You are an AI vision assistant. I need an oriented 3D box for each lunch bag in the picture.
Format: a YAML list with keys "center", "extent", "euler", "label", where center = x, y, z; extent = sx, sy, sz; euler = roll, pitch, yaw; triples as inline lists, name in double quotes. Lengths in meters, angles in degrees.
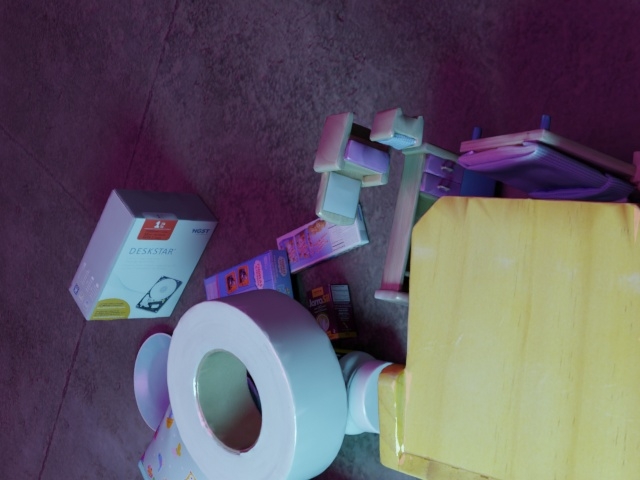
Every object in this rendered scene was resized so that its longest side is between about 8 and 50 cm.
- center: [-0.161, 0.379, 1.472]
  extent: [0.262, 0.160, 0.223]
  euler: [52, 125, 41]
  label: "lunch bag"

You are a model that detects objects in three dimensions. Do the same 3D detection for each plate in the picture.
- center: [-0.289, 0.267, 1.704]
  extent: [0.188, 0.024, 0.188]
  euler: [-3, 86, 45]
  label: "plate"

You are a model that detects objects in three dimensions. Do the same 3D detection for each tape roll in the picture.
- center: [-0.095, 0.215, 1.280]
  extent: [0.286, 0.100, 0.286]
  euler: [11, 106, 44]
  label: "tape roll"

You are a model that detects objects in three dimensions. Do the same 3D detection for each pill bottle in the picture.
- center: [0.020, 0.216, 1.321]
  extent: [0.208, 0.119, 0.119]
  euler: [-1, 88, 45]
  label: "pill bottle"

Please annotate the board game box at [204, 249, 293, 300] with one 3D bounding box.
- center: [-0.117, 0.117, 1.506]
  extent: [0.211, 0.039, 0.160]
  euler: [-23, 72, 51]
  label: "board game box"

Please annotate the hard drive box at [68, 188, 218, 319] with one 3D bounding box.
- center: [-0.318, 0.027, 1.629]
  extent: [0.089, 0.181, 0.232]
  euler: [49, 123, 34]
  label: "hard drive box"

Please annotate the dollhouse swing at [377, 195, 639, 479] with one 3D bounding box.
- center: [0.275, 0.138, 0.964]
  extent: [0.347, 0.315, 0.305]
  euler: [5, 80, 45]
  label: "dollhouse swing"

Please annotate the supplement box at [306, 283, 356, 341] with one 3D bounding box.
- center: [0.017, 0.111, 1.380]
  extent: [0.055, 0.043, 0.083]
  euler: [-22, 73, 44]
  label: "supplement box"

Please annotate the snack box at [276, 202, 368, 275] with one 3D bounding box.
- center: [0.000, 0.000, 1.416]
  extent: [0.178, 0.022, 0.064]
  euler: [-25, 73, 42]
  label: "snack box"

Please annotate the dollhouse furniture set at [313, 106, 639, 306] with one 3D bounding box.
- center: [0.184, -0.023, 1.017]
  extent: [0.303, 0.286, 0.198]
  euler: [-2, 76, 56]
  label: "dollhouse furniture set"
